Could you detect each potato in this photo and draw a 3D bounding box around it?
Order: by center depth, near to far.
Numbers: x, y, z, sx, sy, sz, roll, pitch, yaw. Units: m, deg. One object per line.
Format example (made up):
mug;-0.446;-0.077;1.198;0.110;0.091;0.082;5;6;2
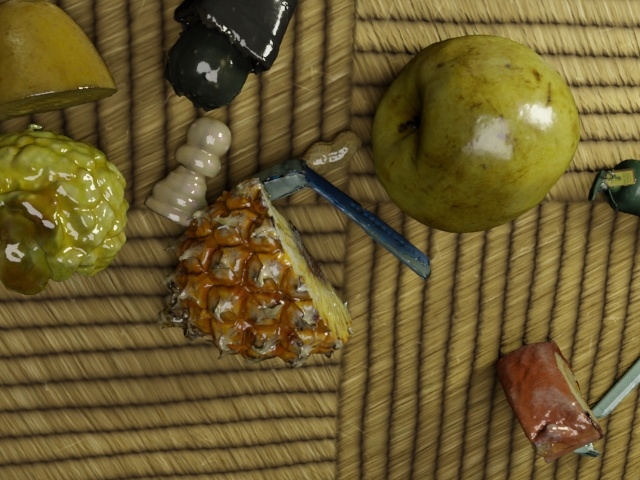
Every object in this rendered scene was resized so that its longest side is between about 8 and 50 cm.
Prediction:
potato;-0.403;-0.261;1.238;0.204;0.178;0.158;-8;95;16

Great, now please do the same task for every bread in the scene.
bread;0.406;0.286;1.558;0.123;0.244;0.190;-30;105;11

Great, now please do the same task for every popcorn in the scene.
popcorn;-0.410;-0.045;1.255;0.252;0.206;0.236;-16;89;-51

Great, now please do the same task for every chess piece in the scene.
chess piece;-0.199;-0.112;1.365;0.094;0.094;0.170;22;98;-18

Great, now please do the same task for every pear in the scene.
pear;0.242;-0.163;1.343;0.304;0.304;0.303;-4;109;-11

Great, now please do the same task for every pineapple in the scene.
pineapple;-0.129;0.121;1.334;0.286;0.209;0.344;-26;121;12

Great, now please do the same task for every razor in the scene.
razor;0.576;0.297;1.692;0.277;0.056;0.111;-55;148;2

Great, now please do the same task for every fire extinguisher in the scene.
fire extinguisher;0.599;-0.074;1.538;0.311;0.114;0.095;14;150;-15

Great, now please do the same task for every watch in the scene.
watch;0.009;-0.009;1.416;0.276;0.068;0.274;-21;116;9

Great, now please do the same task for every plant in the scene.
plant;-0.130;-0.312;1.275;0.142;0.164;0.256;34;83;-24

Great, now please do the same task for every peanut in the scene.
peanut;0.015;-0.139;1.420;0.113;0.054;0.053;-27;112;-5
